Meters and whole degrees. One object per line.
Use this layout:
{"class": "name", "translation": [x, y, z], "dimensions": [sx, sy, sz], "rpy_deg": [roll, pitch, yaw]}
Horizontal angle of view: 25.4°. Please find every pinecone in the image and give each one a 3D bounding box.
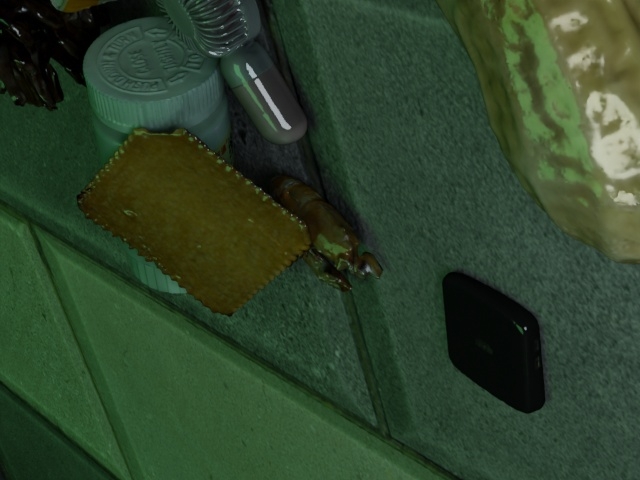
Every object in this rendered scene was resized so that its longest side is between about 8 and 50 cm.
{"class": "pinecone", "translation": [-0.381, -0.288, 1.699], "dimensions": [0.242, 0.296, 0.298], "rpy_deg": [-2, 159, 16]}

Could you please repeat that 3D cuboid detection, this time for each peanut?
{"class": "peanut", "translation": [0.178, -0.141, 0.999], "dimensions": [0.340, 0.158, 0.174], "rpy_deg": [65, -169, -5]}

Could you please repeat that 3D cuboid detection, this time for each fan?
{"class": "fan", "translation": [-0.091, -0.208, 1.498], "dimensions": [0.244, 0.074, 0.130], "rpy_deg": [58, 161, -13]}

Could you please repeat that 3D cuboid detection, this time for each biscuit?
{"class": "biscuit", "translation": [-0.144, -0.023, 1.590], "dimensions": [0.232, 0.013, 0.237], "rpy_deg": [39, 139, -9]}

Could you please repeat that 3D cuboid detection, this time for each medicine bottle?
{"class": "medicine bottle", "translation": [-0.178, -0.091, 1.673], "dimensions": [0.158, 0.158, 0.318], "rpy_deg": [39, 148, 34]}

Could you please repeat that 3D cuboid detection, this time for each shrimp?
{"class": "shrimp", "translation": [0.003, -0.003, 1.590], "dimensions": [0.187, 0.052, 0.132], "rpy_deg": [45, 164, 41]}

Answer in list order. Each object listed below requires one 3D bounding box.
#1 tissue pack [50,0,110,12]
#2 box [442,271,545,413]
{"class": "tissue pack", "translation": [-0.239, -0.369, 1.490], "dimensions": [0.185, 0.124, 0.225], "rpy_deg": [65, 155, 4]}
{"class": "box", "translation": [0.173, 0.099, 1.419], "dimensions": [0.126, 0.027, 0.125], "rpy_deg": [33, 142, 43]}
